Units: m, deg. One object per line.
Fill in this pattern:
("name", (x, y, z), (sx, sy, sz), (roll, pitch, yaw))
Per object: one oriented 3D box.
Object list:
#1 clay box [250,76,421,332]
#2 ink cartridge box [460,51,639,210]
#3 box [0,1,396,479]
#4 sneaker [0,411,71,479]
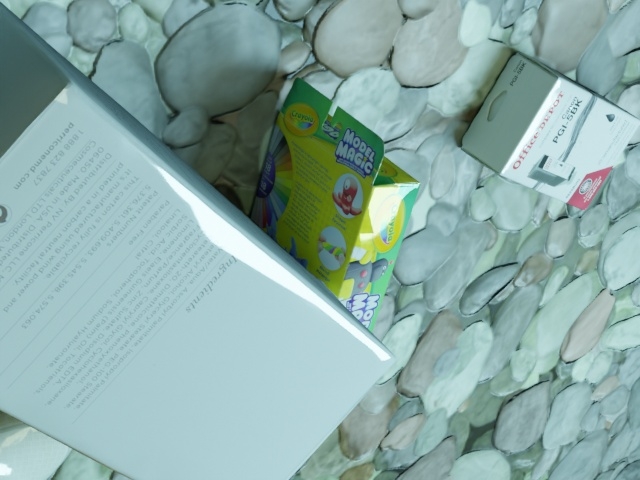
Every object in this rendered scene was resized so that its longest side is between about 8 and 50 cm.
("clay box", (0.000, 0.000, 1.002), (0.053, 0.127, 0.222), (-2, 121, -38))
("ink cartridge box", (0.202, -0.093, 1.146), (0.135, 0.056, 0.099), (16, 109, -44))
("box", (-0.144, 0.011, 0.834), (0.168, 0.215, 0.345), (-48, 136, 0))
("sneaker", (-0.291, 0.222, 0.939), (0.292, 0.118, 0.110), (-37, 134, -14))
